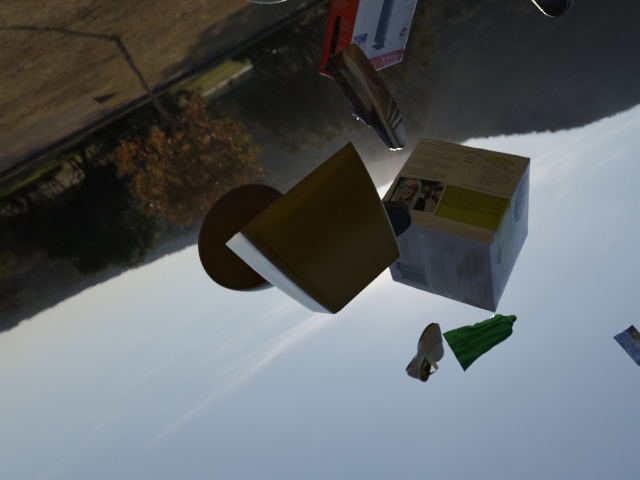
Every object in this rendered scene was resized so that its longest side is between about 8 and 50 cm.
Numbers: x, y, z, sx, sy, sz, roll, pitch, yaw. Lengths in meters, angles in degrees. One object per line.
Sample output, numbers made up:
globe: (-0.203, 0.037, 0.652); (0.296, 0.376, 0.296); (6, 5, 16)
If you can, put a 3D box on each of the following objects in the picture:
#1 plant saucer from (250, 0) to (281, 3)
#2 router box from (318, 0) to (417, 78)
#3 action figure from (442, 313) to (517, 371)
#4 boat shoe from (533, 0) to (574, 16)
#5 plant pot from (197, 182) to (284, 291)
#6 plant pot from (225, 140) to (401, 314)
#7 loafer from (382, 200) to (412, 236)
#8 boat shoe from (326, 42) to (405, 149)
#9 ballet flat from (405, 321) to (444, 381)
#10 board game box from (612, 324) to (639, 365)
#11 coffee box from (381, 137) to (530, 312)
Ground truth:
plant saucer: (-0.139, -0.859, 1.553); (0.400, 0.400, 0.100); (-31, -144, -8)
router box: (0.143, -0.611, 1.527); (0.082, 0.301, 0.335); (30, -141, 23)
action figure: (0.522, 0.300, 1.803); (0.232, 0.137, 0.063); (-29, 178, 4)
boat shoe: (0.524, -0.642, 1.363); (0.123, 0.342, 0.123); (-4, -116, 35)
plant pot: (-0.156, 0.012, 1.518); (0.284, 0.284, 0.191); (-26, 157, 13)
plant pot: (0.000, 0.000, 0.904); (0.212, 0.187, 0.212); (-41, -174, -15)
loafer: (0.052, -0.031, 1.133); (0.268, 0.096, 0.084); (-19, -150, 21)
boat shoe: (0.116, -0.339, 1.388); (0.092, 0.285, 0.102); (-17, -146, 33)
ballet flat: (0.317, 0.333, 1.646); (0.086, 0.086, 0.248); (-38, 153, -35)
board game box: (0.766, 0.256, 1.380); (0.020, 0.090, 0.090); (-33, 158, -9)
coffee box: (0.405, -0.052, 1.683); (0.338, 0.337, 0.334); (16, -122, 29)
